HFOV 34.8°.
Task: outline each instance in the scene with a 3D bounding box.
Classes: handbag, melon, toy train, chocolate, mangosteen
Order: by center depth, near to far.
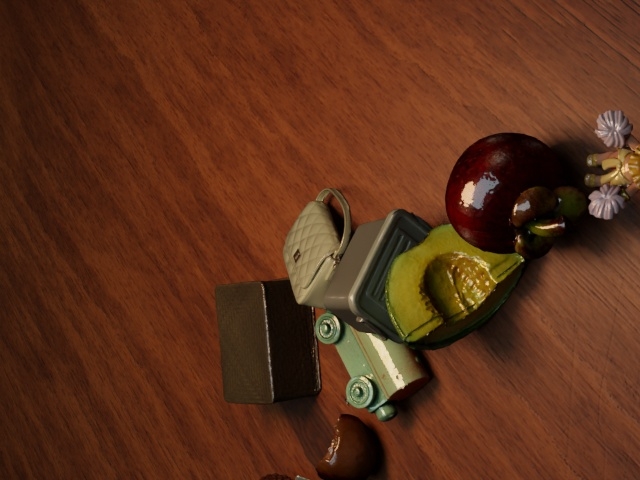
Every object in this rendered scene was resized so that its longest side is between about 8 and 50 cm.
[{"bbox_3d":[0.340,-0.068,1.741,0.257,0.215,0.215,31,112,45],"label":"mangosteen"},{"bbox_3d":[0.231,0.082,1.887,0.265,0.129,0.169,-36,59,-5],"label":"melon"},{"bbox_3d":[0.108,0.216,2.070,0.177,0.116,0.285,-40,60,24],"label":"toy train"},{"bbox_3d":[0.053,0.426,2.102,0.124,0.127,0.133,-136,51,-71],"label":"chocolate"},{"bbox_3d":[0.000,0.000,2.131,0.256,0.079,0.219,-112,41,-59],"label":"handbag"}]

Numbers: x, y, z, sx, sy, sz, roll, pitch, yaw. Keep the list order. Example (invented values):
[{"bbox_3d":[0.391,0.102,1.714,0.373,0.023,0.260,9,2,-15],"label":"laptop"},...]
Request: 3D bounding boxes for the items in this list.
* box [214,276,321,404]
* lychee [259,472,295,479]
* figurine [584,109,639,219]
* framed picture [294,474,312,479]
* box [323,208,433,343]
[{"bbox_3d":[-0.118,0.220,2.272,0.184,0.143,0.273,-10,84,46],"label":"box"},{"bbox_3d":[-0.093,0.614,2.218,0.188,0.188,0.188,-1,89,46],"label":"lychee"},{"bbox_3d":[0.512,-0.118,1.635,0.240,0.116,0.175,1,88,52],"label":"figurine"},{"bbox_3d":[0.052,0.618,2.091,0.273,0.016,0.216,17,104,15],"label":"framed picture"},{"bbox_3d":[0.119,0.069,1.972,0.135,0.163,0.243,-5,54,57],"label":"box"}]
